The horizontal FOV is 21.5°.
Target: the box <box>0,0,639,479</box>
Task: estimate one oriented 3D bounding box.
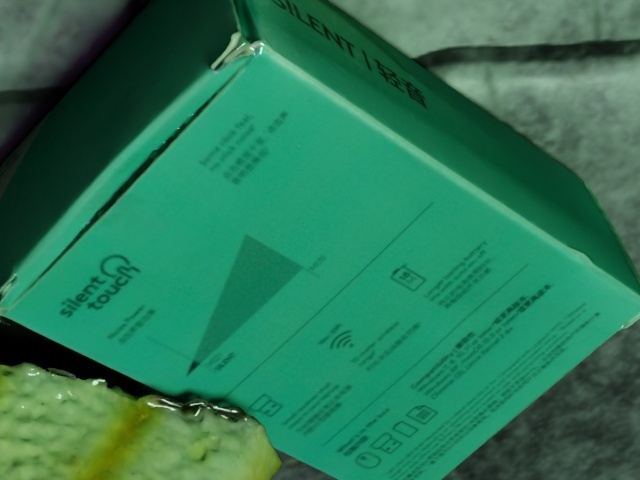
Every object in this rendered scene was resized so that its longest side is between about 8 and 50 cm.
[{"bbox_3d":[0.000,0.000,0.913,0.311,0.118,0.205,30,115,-34],"label":"box"}]

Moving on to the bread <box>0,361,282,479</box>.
[{"bbox_3d":[-0.227,0.212,0.864,0.395,0.264,0.239,6,140,-1],"label":"bread"}]
